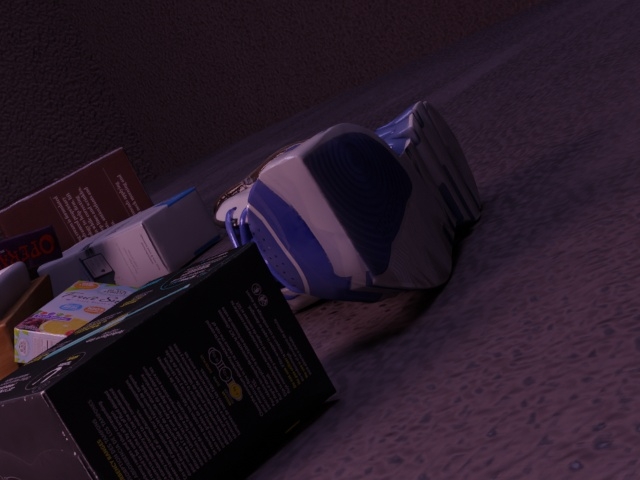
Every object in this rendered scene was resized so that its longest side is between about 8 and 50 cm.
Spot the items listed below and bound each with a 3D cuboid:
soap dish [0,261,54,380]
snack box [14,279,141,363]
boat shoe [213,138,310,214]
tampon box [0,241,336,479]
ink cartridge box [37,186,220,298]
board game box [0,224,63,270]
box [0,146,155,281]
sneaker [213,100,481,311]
[{"bbox_3d":[-0.379,0.132,1.357,0.229,0.118,0.291,-28,9,0],"label":"soap dish"},{"bbox_3d":[-0.210,0.079,1.265,0.100,0.037,0.141,8,18,14],"label":"snack box"},{"bbox_3d":[-0.052,-0.079,1.780,0.190,0.068,0.072,-26,-3,15],"label":"boat shoe"},{"bbox_3d":[-0.097,0.092,0.753,0.161,0.101,0.120,-36,11,-39],"label":"tampon box"},{"bbox_3d":[-0.246,0.017,1.746,0.190,0.082,0.139,-24,9,32],"label":"ink cartridge box"},{"bbox_3d":[-0.492,0.062,1.546,0.347,0.056,0.208,-21,10,-42],"label":"board game box"},{"bbox_3d":[-0.337,-0.015,1.926,0.203,0.168,0.167,-29,9,-11],"label":"box"},{"bbox_3d":[0.000,0.000,0.989,0.182,0.127,0.315,-29,1,21],"label":"sneaker"}]
